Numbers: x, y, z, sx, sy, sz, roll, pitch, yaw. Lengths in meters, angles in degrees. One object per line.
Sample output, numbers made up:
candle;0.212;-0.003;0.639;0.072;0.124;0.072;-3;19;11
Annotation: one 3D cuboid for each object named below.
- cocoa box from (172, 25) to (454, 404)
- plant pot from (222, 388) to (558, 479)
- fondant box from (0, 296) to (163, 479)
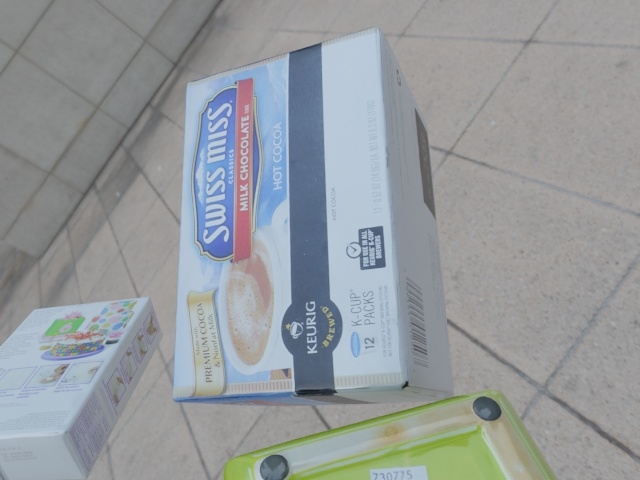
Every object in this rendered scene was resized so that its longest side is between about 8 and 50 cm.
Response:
cocoa box;0.000;0.000;0.617;0.227;0.231;0.347;-9;71;21
plant pot;0.059;0.235;0.343;0.228;0.207;0.227;-11;41;-9
fondant box;-0.428;0.228;0.911;0.238;0.096;0.330;-7;28;9
